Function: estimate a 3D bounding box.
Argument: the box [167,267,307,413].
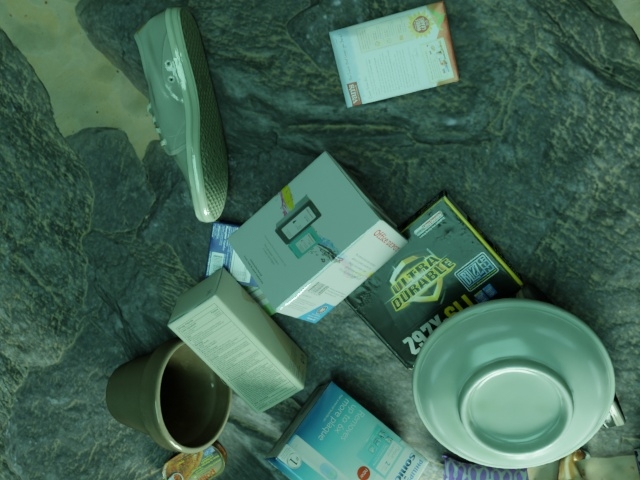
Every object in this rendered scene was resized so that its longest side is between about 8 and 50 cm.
[{"bbox_3d":[-0.180,0.229,1.603,0.148,0.121,0.311,-31,112,19],"label":"box"}]

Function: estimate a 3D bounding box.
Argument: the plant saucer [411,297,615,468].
[{"bbox_3d":[0.381,0.311,1.405,0.400,0.100,0.400,3,112,8],"label":"plant saucer"}]

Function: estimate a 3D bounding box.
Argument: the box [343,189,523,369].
[{"bbox_3d":[0.230,0.090,1.538,0.322,0.079,0.257,-40,97,19],"label":"box"}]

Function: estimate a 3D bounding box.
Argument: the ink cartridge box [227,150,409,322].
[{"bbox_3d":[0.000,0.000,1.439,0.270,0.198,0.197,-41,65,9],"label":"ink cartridge box"}]

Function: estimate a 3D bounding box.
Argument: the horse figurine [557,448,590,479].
[{"bbox_3d":[0.572,0.607,1.629,0.174,0.066,0.263,31,108,-5],"label":"horse figurine"}]

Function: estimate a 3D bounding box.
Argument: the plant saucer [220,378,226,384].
[{"bbox_3d":[-0.214,0.307,1.701,0.015,0.083,0.083,-3,109,47],"label":"plant saucer"}]

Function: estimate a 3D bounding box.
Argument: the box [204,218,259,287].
[{"bbox_3d":[-0.140,0.038,1.603,0.225,0.036,0.136,11,103,0],"label":"box"}]

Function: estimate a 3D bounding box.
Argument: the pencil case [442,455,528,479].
[{"bbox_3d":[0.384,0.553,1.643,0.206,0.086,0.088,3,73,9],"label":"pencil case"}]

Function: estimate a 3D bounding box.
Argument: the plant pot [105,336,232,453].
[{"bbox_3d":[-0.374,0.362,1.677,0.229,0.263,0.263,-9,105,33],"label":"plant pot"}]

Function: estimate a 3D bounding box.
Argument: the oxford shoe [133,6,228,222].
[{"bbox_3d":[-0.292,-0.257,1.497,0.130,0.169,0.449,-10,97,11],"label":"oxford shoe"}]

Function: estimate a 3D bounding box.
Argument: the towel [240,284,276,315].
[{"bbox_3d":[-0.181,0.126,1.666,0.113,0.023,0.152,-28,101,20],"label":"towel"}]

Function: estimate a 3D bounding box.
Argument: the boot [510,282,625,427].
[{"bbox_3d":[0.441,0.300,1.513,0.284,0.138,0.377,-36,108,20],"label":"boot"}]

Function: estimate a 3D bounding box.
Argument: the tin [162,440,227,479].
[{"bbox_3d":[-0.321,0.578,1.821,0.189,0.040,0.106,-35,93,19],"label":"tin"}]

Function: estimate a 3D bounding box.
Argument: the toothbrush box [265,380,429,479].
[{"bbox_3d":[0.060,0.501,1.616,0.295,0.126,0.216,41,67,-2],"label":"toothbrush box"}]

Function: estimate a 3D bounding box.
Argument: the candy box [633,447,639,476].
[{"bbox_3d":[0.739,0.562,1.510,0.070,0.196,0.165,-14,103,15],"label":"candy box"}]

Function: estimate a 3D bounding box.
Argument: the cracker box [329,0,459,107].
[{"bbox_3d":[0.149,-0.370,1.420,0.232,0.067,0.156,-11,103,14],"label":"cracker box"}]
